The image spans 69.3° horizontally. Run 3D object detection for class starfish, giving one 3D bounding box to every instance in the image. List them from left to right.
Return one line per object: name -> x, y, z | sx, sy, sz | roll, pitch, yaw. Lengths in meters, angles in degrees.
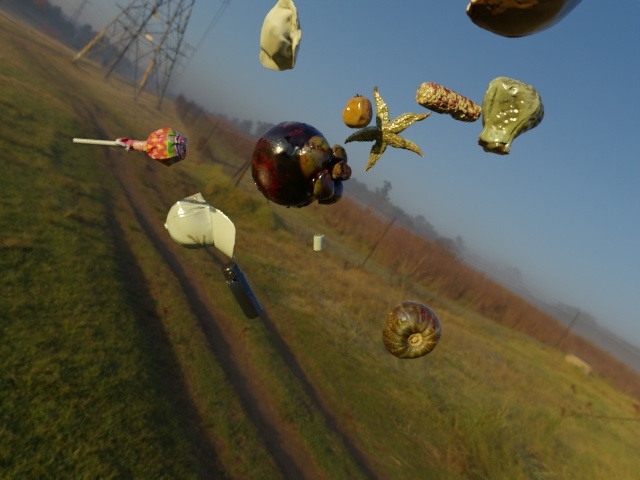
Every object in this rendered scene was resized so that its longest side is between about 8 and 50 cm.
starfish -> 0.277, -0.433, 1.947 | 0.347, 0.358, 0.078 | 24, 26, 11

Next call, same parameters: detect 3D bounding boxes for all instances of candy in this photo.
candy -> -0.617, -0.313, 1.502 | 0.365, 0.124, 0.124 | 5, 4, 0

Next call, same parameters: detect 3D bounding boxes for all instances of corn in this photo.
corn -> 0.492, -0.513, 1.752 | 0.290, 0.098, 0.098 | 15, 11, -24

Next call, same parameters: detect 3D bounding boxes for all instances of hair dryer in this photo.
hair dryer -> 0.000, 0.000, 1.997 | 0.038, 0.063, 0.124 | 6, 14, 12

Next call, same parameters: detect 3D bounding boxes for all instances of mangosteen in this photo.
mangosteen -> -0.082, -0.321, 1.993 | 0.421, 0.381, 0.381 | 5, 5, -2

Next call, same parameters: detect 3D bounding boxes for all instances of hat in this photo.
hat -> -0.466, -0.014, 1.848 | 0.301, 0.168, 0.258 | 35, -34, 18

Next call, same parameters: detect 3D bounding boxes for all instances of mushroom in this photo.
mushroom -> 0.415, -0.550, 0.951 | 0.233, 0.301, 0.208 | -2, -33, 9

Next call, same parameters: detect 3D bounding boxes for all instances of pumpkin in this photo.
pumpkin -> 0.332, 0.319, 1.689 | 0.219, 0.219, 0.162 | 33, 12, -9

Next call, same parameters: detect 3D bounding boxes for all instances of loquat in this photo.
loquat -> 0.146, -0.513, 1.849 | 0.113, 0.137, 0.137 | 4, 18, -27

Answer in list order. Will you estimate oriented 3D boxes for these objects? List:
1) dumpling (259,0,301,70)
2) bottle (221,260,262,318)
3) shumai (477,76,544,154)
dumpling -> -0.132, -0.710, 1.615 | 0.162, 0.250, 0.132 | 35, 41, 11
bottle -> -0.294, 0.187, 1.733 | 0.082, 0.072, 0.244 | -118, -176, -60
shumai -> 0.683, -0.451, 1.703 | 0.225, 0.222, 0.260 | 10, -42, 39
